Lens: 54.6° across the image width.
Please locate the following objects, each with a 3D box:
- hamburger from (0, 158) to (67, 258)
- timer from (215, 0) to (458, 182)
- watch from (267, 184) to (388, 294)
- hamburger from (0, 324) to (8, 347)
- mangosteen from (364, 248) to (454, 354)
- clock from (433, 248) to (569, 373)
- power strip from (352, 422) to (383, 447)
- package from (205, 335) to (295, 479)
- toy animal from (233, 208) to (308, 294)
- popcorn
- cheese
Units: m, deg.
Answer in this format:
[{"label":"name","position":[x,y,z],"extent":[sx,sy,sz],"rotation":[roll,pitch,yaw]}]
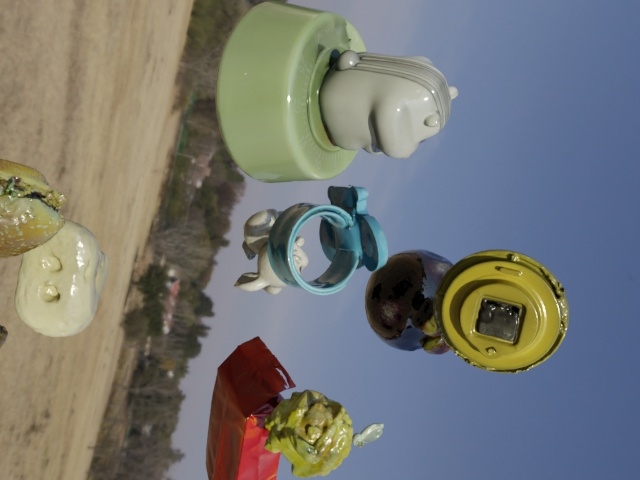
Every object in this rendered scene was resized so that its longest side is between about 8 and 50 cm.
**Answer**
[{"label":"hamburger","position":[-0.516,-0.032,0.954],"extent":[0.189,0.215,0.122],"rotation":[63,9,-73]},{"label":"timer","position":[0.048,-0.214,0.952],"extent":[0.291,0.315,0.291],"rotation":[-29,125,-53]},{"label":"watch","position":[0.000,0.000,1.179],"extent":[0.211,0.193,0.211],"rotation":[36,-45,47]},{"label":"hamburger","position":[-0.670,0.219,1.150],"extent":[0.183,0.130,0.206],"rotation":[-33,-136,37]},{"label":"mangosteen","position":[0.255,0.167,1.511],"extent":[0.302,0.275,0.275],"rotation":[40,-56,35]},{"label":"clock","position":[0.311,0.132,1.086],"extent":[0.057,0.237,0.237],"rotation":[-32,142,-65]},{"label":"power strip","position":[0.110,0.440,1.392],"extent":[0.035,0.083,0.055],"rotation":[45,-42,45]},{"label":"package","position":[-0.173,0.450,1.431],"extent":[0.196,0.123,0.423],"rotation":[40,-54,48]},{"label":"toy animal","position":[-0.125,0.031,1.520],"extent":[0.178,0.127,0.193],"rotation":[-25,-115,30]},{"label":"popcorn","position":[-0.024,0.371,1.195],"extent":[0.142,0.173,0.173],"rotation":[-87,-164,-46]},{"label":"cheese","position":[-0.594,0.086,1.415],"extent":[0.251,0.173,0.248],"rotation":[120,-22,-59]}]
